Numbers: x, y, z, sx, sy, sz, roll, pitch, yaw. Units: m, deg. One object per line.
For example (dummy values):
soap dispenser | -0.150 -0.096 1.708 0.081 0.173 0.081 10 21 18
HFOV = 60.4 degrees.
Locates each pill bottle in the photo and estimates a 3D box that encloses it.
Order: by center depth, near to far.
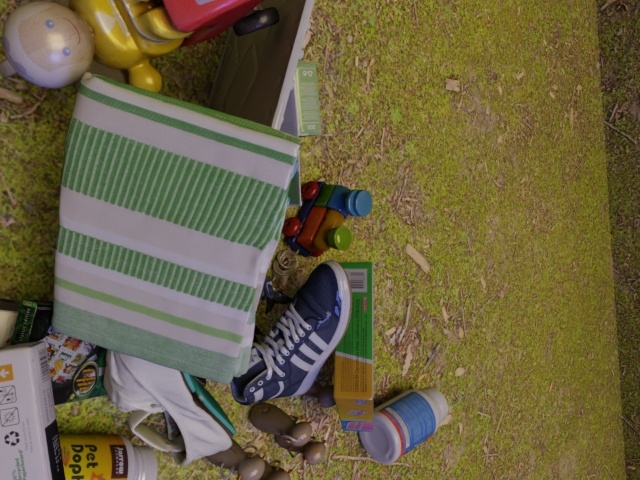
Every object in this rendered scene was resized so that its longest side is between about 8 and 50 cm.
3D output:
pill bottle | -0.353 0.341 0.796 0.215 0.117 0.117 19 81 -42
pill bottle | 0.208 0.432 1.320 0.221 0.124 0.124 -13 103 -40

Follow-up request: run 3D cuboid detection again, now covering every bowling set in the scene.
bowling set | -0.060 0.406 1.050 0.287 0.154 0.200 -31 114 -36

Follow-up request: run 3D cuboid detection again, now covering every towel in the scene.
towel | -0.170 0.004 0.610 0.038 0.247 0.325 -73 -179 -62

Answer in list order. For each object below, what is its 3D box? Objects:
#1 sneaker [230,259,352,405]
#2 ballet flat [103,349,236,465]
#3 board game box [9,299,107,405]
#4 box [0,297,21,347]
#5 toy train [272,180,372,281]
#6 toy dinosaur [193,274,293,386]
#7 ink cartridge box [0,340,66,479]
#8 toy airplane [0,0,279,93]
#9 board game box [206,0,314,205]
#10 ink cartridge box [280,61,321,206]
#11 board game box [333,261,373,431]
sneaker | -0.059 0.156 0.874 0.153 0.099 0.282 -2 127 -36
ballet flat | -0.243 0.230 0.831 0.139 0.139 0.400 -47 141 -30
board game box | -0.330 0.156 0.773 0.259 0.030 0.136 33 65 -74
box | -0.446 0.179 0.699 0.103 0.114 0.203 15 85 -42
toy train | 0.000 0.000 1.075 0.105 0.143 0.248 40 67 -37
toy dinosaur | -0.175 0.134 0.933 0.218 0.164 0.322 -47 146 -10
ink cartridge box | -0.481 0.227 0.584 0.370 0.069 0.176 -8 89 -12
toy airplane | -0.270 -0.250 0.651 0.386 0.384 0.272 32 39 3
board game box | -0.097 -0.213 0.799 0.050 0.390 0.390 18 81 -25
ink cartridge box | -0.069 -0.183 0.974 0.056 0.171 0.235 -12 102 -36
board game box | 0.069 0.216 1.049 0.316 0.064 0.242 80 11 -61
